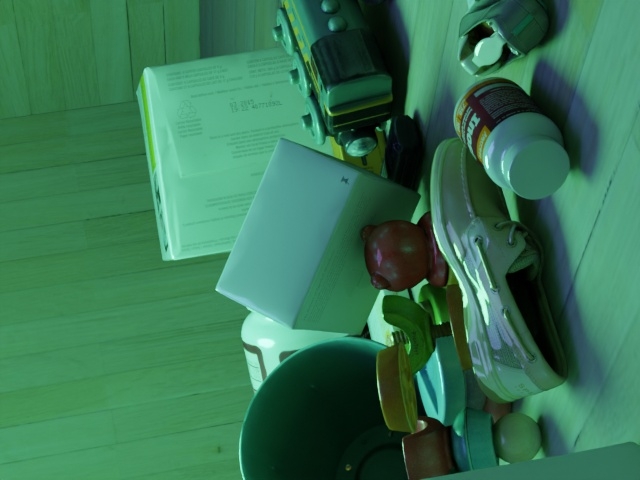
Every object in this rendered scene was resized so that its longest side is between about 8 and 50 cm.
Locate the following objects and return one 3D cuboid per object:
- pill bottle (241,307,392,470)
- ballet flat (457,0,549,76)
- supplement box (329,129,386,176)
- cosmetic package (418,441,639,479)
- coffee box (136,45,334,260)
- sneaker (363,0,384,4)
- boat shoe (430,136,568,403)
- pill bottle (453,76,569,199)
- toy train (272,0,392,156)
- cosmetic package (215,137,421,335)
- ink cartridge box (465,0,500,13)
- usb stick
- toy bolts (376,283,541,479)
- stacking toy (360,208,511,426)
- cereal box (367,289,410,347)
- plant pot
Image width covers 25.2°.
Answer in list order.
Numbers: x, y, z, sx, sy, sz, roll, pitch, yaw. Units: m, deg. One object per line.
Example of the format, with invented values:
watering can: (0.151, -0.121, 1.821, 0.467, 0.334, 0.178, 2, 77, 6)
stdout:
pill bottle: (-0.011, 0.216, 2.454, 0.224, 0.224, 0.392, -132, 30, -72)
ballet flat: (0.176, -0.208, 1.508, 0.072, 0.068, 0.213, 41, 169, -5)
supplement box: (0.054, -0.173, 2.246, 0.080, 0.078, 0.233, 106, 154, -67)
cosmetic package: (0.234, 0.440, 1.336, 0.161, 0.230, 0.453, -132, 35, -74)
coffee box: (-0.141, -0.154, 2.607, 0.334, 0.337, 0.338, 170, 90, -80)
sneaker: (0.047, -0.449, 2.065, 0.227, 0.130, 0.087, 50, 156, 13)
boat shoe: (0.201, 0.022, 1.570, 0.098, 0.109, 0.302, -22, 72, 39)
pill bottle: (0.198, -0.104, 1.469, 0.152, 0.086, 0.086, -117, 20, -60)
toy train: (0.018, -0.290, 2.130, 0.190, 0.142, 0.334, 92, 163, -59)
cosmetic package: (0.000, 0.000, 1.953, 0.224, 0.138, 0.224, -67, -24, 4)
ink cartridge box: (0.183, -0.268, 1.516, 0.083, 0.048, 0.028, 132, 129, -77)
usb stick: (0.110, -0.081, 2.106, 0.278, 0.045, 0.077, 97, 168, -58)
toy bolts: (0.165, 0.179, 1.635, 0.218, 0.158, 0.228, -68, -33, -70)
stacking toy: (0.138, 0.136, 1.895, 0.279, 0.130, 0.309, 97, 162, -56)
cereal box: (0.109, 0.118, 2.273, 0.173, 0.047, 0.240, 99, 160, -62)
plant pot: (0.063, 0.315, 2.063, 0.235, 0.293, 0.293, 46, -155, -58)
